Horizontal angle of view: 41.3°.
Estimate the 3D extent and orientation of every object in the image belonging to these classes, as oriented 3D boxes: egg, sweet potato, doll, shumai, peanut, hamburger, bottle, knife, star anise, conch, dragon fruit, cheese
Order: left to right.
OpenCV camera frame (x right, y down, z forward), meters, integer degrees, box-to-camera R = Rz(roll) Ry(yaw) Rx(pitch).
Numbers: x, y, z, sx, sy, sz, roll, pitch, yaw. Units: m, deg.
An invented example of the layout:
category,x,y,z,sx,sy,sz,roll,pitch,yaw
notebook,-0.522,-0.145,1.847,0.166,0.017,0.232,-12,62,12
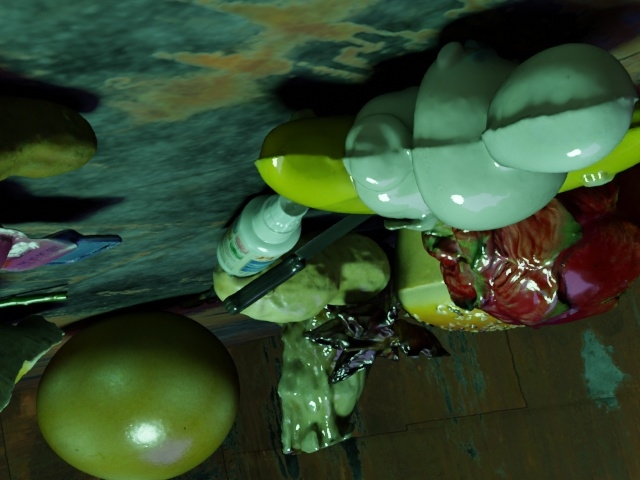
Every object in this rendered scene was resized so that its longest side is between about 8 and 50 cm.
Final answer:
category,x,y,z,sx,sy,sz,roll,pitch,yaw
conch,-0.467,0.188,1.063,0.263,0.324,0.186,-14,128,38
cheese,-0.252,0.010,0.588,0.155,0.062,0.244,-19,172,37
sweet potato,-0.162,-0.047,0.380,0.053,0.054,0.182,-6,176,17
egg,-0.303,0.259,1.412,0.351,0.283,0.282,-15,172,18
bottle,-0.053,-0.009,0.792,0.060,0.060,0.217,-11,171,-17
peanut,-0.015,0.038,0.999,0.263,0.117,0.101,-6,137,-52
knife,0.000,0.000,0.848,0.245,0.019,0.072,-35,169,4
shumai,0.028,0.155,1.249,0.216,0.283,0.346,-9,167,-6
star anise,0.058,0.129,1.080,0.157,0.054,0.212,-23,145,22
doll,0.090,-0.061,0.512,0.237,0.111,0.252,0,-179,32
hamburger,0.238,0.028,1.111,0.300,0.176,0.300,-13,173,-1
dragon fruit,0.206,-0.020,0.754,0.274,0.193,0.192,-10,144,-29

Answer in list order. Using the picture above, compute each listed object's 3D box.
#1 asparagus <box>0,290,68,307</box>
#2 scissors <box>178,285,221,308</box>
category,x,y,z,sx,sy,sz,roll,pitch,yaw
asparagus,-0.378,0.075,0.988,0.162,0.016,0.016,-10,161,-12
scissors,-0.169,0.082,1.375,0.088,0.017,0.220,-9,170,-23
